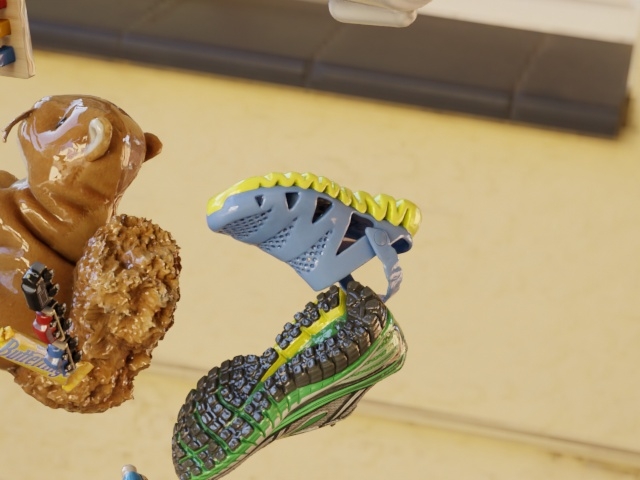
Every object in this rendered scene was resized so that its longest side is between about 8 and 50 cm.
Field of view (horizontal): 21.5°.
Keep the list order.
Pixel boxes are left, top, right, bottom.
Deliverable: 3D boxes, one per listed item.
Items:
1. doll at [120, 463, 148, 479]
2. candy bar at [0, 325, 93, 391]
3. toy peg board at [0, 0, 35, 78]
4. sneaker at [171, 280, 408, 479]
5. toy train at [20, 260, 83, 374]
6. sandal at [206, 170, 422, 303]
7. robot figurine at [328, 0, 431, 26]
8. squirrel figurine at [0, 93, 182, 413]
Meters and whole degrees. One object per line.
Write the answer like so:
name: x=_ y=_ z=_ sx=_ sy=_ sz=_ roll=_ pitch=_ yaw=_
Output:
doll: x=-0.150 y=0.260 z=1.529 sx=0.046 sy=0.129 sz=0.189 roll=-31 pitch=5 yaw=-11
candy bar: x=-0.294 y=0.123 z=1.756 sx=0.018 sy=0.040 sz=0.161 roll=48 pitch=6 yaw=31
toy peg board: x=-0.438 y=-0.270 z=2.021 sx=0.161 sy=0.160 sz=0.079 roll=10 pitch=27 yaw=32
sneaker: x=-0.036 y=0.204 z=2.079 sx=0.146 sy=0.343 sz=0.134 roll=46 pitch=14 yaw=-42
toy train: x=-0.261 y=0.081 z=1.628 sx=0.027 sy=0.036 sz=0.158 roll=23 pitch=-34 yaw=25
sandal: x=0.000 y=0.000 z=2.106 sx=0.317 sy=0.138 sz=0.126 roll=11 pitch=-21 yaw=-32
robot figurine: x=0.037 y=-0.388 z=2.025 sx=0.353 sy=0.300 sz=0.200 roll=18 pitch=43 yaw=36
squirrel figurine: x=-0.322 y=0.011 z=2.227 sx=0.397 sy=0.370 sz=0.281 roll=37 pitch=3 yaw=22
